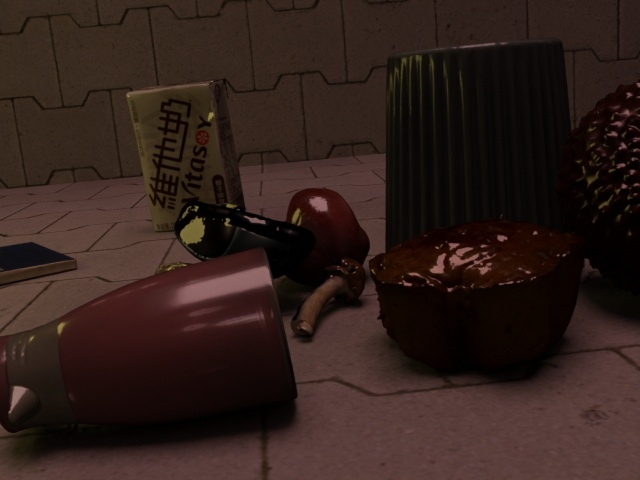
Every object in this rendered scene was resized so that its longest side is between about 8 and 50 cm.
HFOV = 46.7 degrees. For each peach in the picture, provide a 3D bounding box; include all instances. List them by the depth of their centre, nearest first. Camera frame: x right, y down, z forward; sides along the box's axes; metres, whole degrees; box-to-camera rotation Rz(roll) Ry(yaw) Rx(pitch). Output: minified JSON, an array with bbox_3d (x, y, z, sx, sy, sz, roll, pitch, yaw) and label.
[{"bbox_3d":[0.000,0.000,1.115,0.152,0.152,0.152,-5,12,1],"label":"peach"}]

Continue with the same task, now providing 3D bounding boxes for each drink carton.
[{"bbox_3d":[-0.295,-0.186,1.662,0.194,0.324,0.132,-5,16,9],"label":"drink carton"}]

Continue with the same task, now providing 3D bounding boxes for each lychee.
[{"bbox_3d":[0.423,-0.061,0.890,0.276,0.275,0.304,-8,-12,-13],"label":"lychee"}]

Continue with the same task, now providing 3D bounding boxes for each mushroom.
[{"bbox_3d":[0.009,0.080,0.951,0.060,0.061,0.187,-14,18,31],"label":"mushroom"}]

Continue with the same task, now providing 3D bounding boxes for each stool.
[{"bbox_3d":[0.229,-0.118,1.092,0.297,0.329,0.297,-5,12,1],"label":"stool"}]

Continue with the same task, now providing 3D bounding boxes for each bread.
[{"bbox_3d":[0.167,0.046,0.810,0.232,0.135,0.247,2,14,30],"label":"bread"}]

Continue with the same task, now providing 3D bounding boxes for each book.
[{"bbox_3d":[-0.602,0.045,1.411,0.191,0.025,0.269,-13,14,-36],"label":"book"}]

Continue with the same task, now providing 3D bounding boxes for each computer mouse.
[{"bbox_3d":[-0.111,0.004,1.042,0.137,0.096,0.233,22,-7,-40],"label":"computer mouse"}]

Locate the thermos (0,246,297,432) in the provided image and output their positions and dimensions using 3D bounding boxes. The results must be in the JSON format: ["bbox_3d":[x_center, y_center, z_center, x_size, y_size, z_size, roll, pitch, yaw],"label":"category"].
[{"bbox_3d":[-0.167,0.100,0.697,0.265,0.145,0.176,-12,19,-5],"label":"thermos"}]

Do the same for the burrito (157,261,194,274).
[{"bbox_3d":[-0.158,0.072,1.037,0.230,0.063,0.058,14,-19,37],"label":"burrito"}]
